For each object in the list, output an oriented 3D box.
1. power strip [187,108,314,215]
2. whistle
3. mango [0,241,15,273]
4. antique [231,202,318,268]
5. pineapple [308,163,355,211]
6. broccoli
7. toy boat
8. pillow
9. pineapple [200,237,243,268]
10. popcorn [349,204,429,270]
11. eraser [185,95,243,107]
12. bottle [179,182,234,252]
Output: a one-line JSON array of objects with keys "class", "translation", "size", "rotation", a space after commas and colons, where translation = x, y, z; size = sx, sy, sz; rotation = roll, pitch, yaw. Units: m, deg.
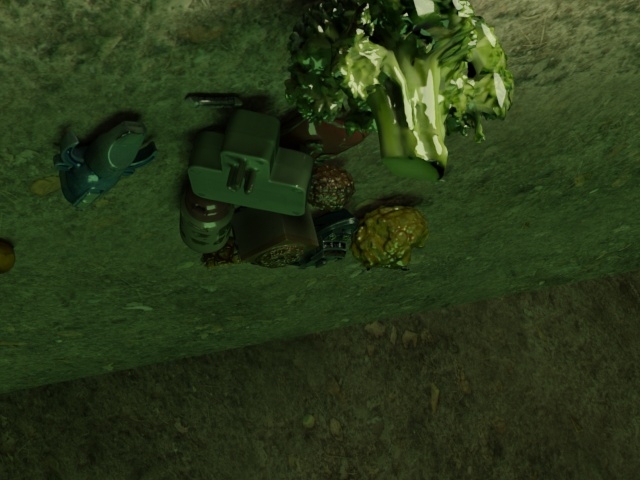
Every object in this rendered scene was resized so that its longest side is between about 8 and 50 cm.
[{"class": "power strip", "translation": [-0.134, -0.121, 1.652], "size": [0.230, 0.141, 0.261], "rotation": [12, 161, 1]}, {"class": "whistle", "translation": [-0.401, -0.142, 1.604], "size": [0.180, 0.093, 0.269], "rotation": [4, 151, -44]}, {"class": "mango", "translation": [-0.744, 0.046, 1.993], "size": [0.101, 0.066, 0.187], "rotation": [-4, 170, -24]}, {"class": "antique", "translation": [-0.109, -0.016, 2.107], "size": [0.152, 0.147, 0.147], "rotation": [-25, 161, 29]}, {"class": "pineapple", "translation": [-0.025, -0.126, 1.919], "size": [0.198, 0.108, 0.108], "rotation": [12, 153, -29]}, {"class": "broccoli", "translation": [0.120, -0.254, 1.326], "size": [0.277, 0.317, 0.338], "rotation": [-7, 128, 26]}, {"class": "toy boat", "translation": [0.000, 0.004, 2.287], "size": [0.114, 0.122, 0.296], "rotation": [2, 158, -39]}, {"class": "pillow", "translation": [-0.011, -0.192, 1.726], "size": [0.179, 0.075, 0.171], "rotation": [5, 158, -46]}, {"class": "pineapple", "translation": [-0.251, 0.036, 2.333], "size": [0.137, 0.069, 0.116], "rotation": [-13, 171, 33]}, {"class": "popcorn", "translation": [0.185, -0.004, 2.317], "size": [0.218, 0.169, 0.189], "rotation": [-19, 163, 32]}, {"class": "eraser", "translation": [-0.185, -0.242, 1.534], "size": [0.099, 0.019, 0.027], "rotation": [-5, 175, -25]}, {"class": "bottle", "translation": [-0.243, -0.065, 1.899], "size": [0.121, 0.120, 0.253], "rotation": [-9, 162, -14]}]
